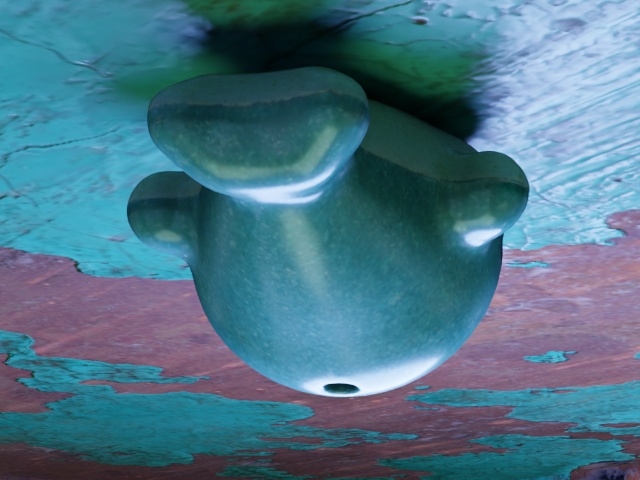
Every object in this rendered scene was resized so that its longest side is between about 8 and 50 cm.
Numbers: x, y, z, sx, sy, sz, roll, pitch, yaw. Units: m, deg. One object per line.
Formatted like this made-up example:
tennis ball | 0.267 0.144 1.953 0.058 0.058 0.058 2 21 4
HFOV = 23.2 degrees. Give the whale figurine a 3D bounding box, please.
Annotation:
whale figurine | 0.000 0.000 0.808 0.216 0.141 0.272 -2 164 13
